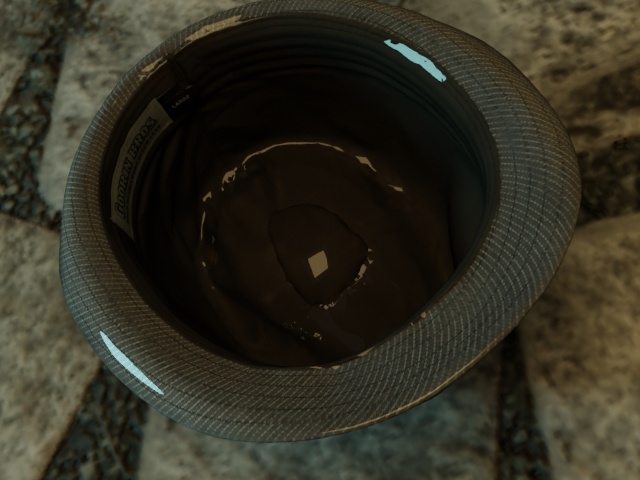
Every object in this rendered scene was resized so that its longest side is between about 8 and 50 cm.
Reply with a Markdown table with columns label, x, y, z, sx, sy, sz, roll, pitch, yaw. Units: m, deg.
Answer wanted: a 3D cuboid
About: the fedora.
| label | x | y | z | sx | sy | sz | roll | pitch | yaw |
| --- | --- | --- | --- | --- | --- | --- | --- | --- | --- |
| fedora | 0.000 | 0.000 | 0.565 | 0.275 | 0.124 | 0.244 | 36 | 74 | 33 |
